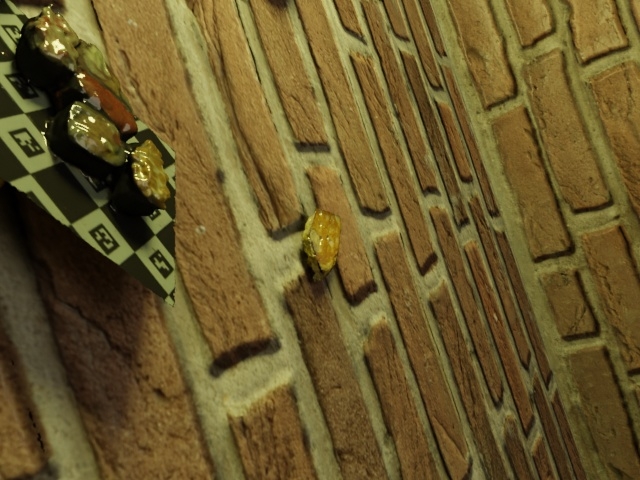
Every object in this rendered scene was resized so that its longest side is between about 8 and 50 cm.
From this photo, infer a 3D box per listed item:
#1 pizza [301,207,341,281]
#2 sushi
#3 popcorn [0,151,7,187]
[{"bbox_3d":[-0.001,0.000,1.077,0.099,0.035,0.160,52,35,-31],"label":"pizza"},{"bbox_3d":[-0.236,-0.119,0.645,0.294,0.059,0.292,46,21,-38],"label":"sushi"},{"bbox_3d":[-0.322,-0.049,0.543,0.084,0.084,0.084,35,46,-46],"label":"popcorn"}]
